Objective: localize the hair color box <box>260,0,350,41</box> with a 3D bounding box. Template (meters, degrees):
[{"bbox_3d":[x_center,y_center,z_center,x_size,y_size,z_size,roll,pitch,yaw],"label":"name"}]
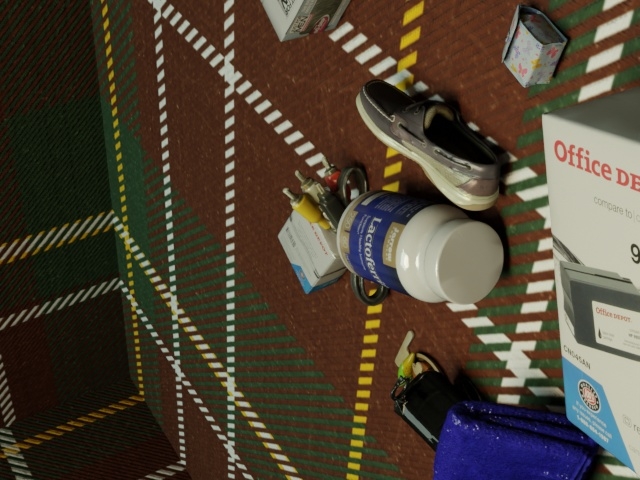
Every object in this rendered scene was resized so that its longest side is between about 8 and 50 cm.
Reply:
[{"bbox_3d":[-0.070,-0.542,1.596,0.374,0.113,0.185,65,154,12],"label":"hair color box"}]

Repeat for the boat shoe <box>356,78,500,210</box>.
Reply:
[{"bbox_3d":[0.164,-0.162,1.430,0.285,0.102,0.092,49,142,30],"label":"boat shoe"}]

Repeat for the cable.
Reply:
[{"bbox_3d":[0.055,-0.022,1.756,0.287,0.139,0.072,58,163,-25],"label":"cable"}]

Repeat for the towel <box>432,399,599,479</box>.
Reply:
[{"bbox_3d":[0.279,0.373,1.456,0.076,0.227,0.308,-79,-5,-50],"label":"towel"}]

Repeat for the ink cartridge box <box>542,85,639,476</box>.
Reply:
[{"bbox_3d":[0.385,0.056,1.017,0.285,0.166,0.395,-140,37,-65],"label":"ink cartridge box"}]

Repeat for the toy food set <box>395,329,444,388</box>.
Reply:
[{"bbox_3d":[0.186,0.267,1.753,0.192,0.038,0.132,54,150,29],"label":"toy food set"}]

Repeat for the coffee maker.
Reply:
[{"bbox_3d":[0.211,0.310,1.585,0.178,0.171,0.120,42,114,33],"label":"coffee maker"}]

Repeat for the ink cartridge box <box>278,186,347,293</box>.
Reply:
[{"bbox_3d":[0.000,0.000,1.879,0.140,0.082,0.191,64,153,14],"label":"ink cartridge box"}]

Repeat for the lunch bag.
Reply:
[{"bbox_3d":[0.262,-0.246,1.226,0.071,0.053,0.083,105,147,-48],"label":"lunch bag"}]

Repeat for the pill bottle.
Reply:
[{"bbox_3d":[0.152,0.011,1.509,0.264,0.153,0.153,18,124,58],"label":"pill bottle"}]
